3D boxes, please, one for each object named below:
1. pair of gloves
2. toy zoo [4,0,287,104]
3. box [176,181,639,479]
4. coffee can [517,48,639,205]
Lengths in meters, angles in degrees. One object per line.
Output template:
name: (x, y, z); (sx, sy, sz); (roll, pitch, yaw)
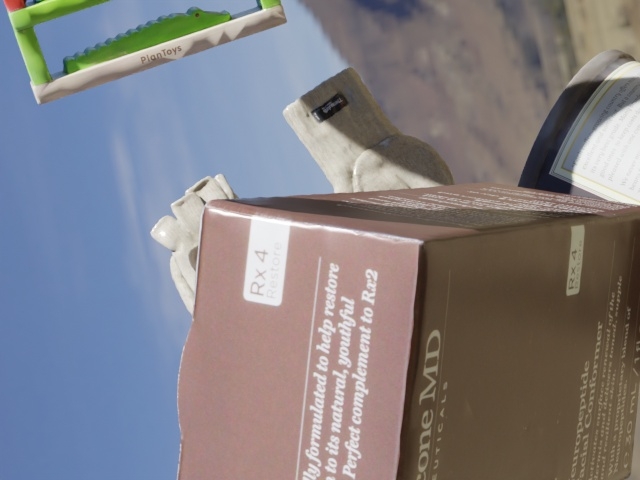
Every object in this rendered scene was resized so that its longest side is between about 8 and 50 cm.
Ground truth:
pair of gloves: (0.000, 0.000, 1.517); (0.204, 0.240, 0.042); (46, 163, 8)
toy zoo: (-0.154, -0.263, 1.311); (0.030, 0.192, 0.293); (-133, 24, -71)
box: (0.073, 0.069, 1.110); (0.381, 0.143, 0.191); (-7, -75, -60)
coffee can: (0.319, -0.012, 1.510); (0.201, 0.275, 0.201); (-44, -32, -37)
